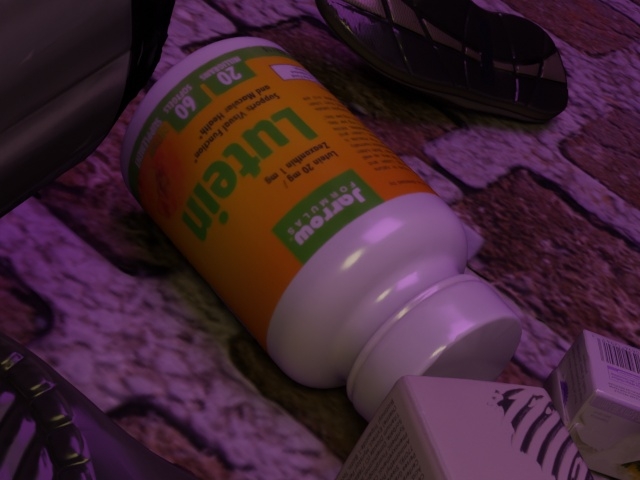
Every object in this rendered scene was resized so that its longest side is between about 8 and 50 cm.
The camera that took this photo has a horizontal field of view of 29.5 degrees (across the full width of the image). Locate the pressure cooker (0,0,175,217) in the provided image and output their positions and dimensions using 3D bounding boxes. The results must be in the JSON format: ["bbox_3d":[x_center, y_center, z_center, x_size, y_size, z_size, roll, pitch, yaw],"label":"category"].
[{"bbox_3d":[-0.300,-0.086,0.388,0.375,0.370,0.420,36,57,20],"label":"pressure cooker"}]

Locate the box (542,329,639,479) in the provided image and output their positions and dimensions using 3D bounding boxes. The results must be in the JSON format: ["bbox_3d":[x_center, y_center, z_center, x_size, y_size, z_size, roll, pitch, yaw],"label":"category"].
[{"bbox_3d":[0.301,0.149,0.792,0.324,0.063,0.067,20,35,-10],"label":"box"}]

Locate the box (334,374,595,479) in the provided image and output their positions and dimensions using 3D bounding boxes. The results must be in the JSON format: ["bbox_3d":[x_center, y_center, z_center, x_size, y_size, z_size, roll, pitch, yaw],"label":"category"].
[{"bbox_3d":[0.094,0.196,0.545,0.094,0.113,0.275,8,38,-27],"label":"box"}]

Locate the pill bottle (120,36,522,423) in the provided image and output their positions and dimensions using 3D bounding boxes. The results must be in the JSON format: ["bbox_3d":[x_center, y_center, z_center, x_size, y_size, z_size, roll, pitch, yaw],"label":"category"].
[{"bbox_3d":[0.000,0.000,0.726,0.136,0.136,0.246,-13,49,-44],"label":"pill bottle"}]

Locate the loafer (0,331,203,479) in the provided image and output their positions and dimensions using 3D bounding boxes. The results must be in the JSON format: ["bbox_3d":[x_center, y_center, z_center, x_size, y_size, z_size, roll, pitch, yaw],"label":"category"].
[{"bbox_3d":[-0.098,0.146,0.500,0.366,0.130,0.134,26,65,15],"label":"loafer"}]

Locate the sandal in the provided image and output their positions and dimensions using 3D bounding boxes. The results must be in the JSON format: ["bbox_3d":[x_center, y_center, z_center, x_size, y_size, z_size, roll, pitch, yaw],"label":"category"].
[{"bbox_3d":[0.104,-0.167,1.081,0.302,0.086,0.120,20,67,-39],"label":"sandal"}]
